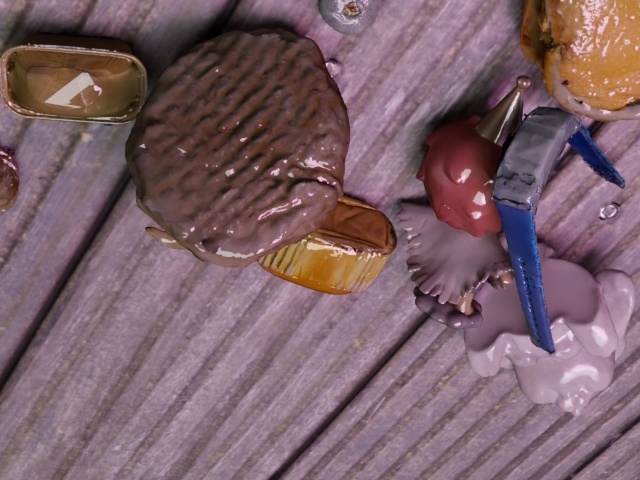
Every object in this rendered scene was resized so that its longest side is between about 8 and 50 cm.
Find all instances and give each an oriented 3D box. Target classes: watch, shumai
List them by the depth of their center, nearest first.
[{"bbox_3d":[-0.100,-0.098,1.359,0.267,0.314,0.262,27,165,0],"label":"shumai"},{"bbox_3d":[0.291,-0.017,1.383,0.068,0.276,0.274,18,171,34],"label":"watch"},{"bbox_3d":[-0.469,-0.060,1.396,0.146,0.116,0.145,-3,129,-3],"label":"shumai"}]

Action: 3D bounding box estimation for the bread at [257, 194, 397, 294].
[{"bbox_3d":[0.000,0.000,1.484,0.191,0.132,0.114,20,128,-13],"label":"bread"}]

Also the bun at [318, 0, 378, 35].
[{"bbox_3d":[0.036,-0.289,1.296,0.083,0.045,0.083,-6,130,-7],"label":"bun"}]

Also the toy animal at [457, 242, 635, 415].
[{"bbox_3d":[0.365,0.145,1.619,0.272,0.206,0.265,-18,140,25],"label":"toy animal"}]

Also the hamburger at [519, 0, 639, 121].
[{"bbox_3d":[0.386,-0.282,1.262,0.319,0.158,0.318,-2,130,-3],"label":"hamburger"}]

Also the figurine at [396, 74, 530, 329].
[{"bbox_3d":[0.210,-0.059,1.449,0.166,0.207,0.386,-16,129,-37],"label":"figurine"}]

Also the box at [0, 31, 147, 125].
[{"bbox_3d":[-0.301,-0.197,1.304,0.177,0.111,0.111,3,130,-8],"label":"box"}]
